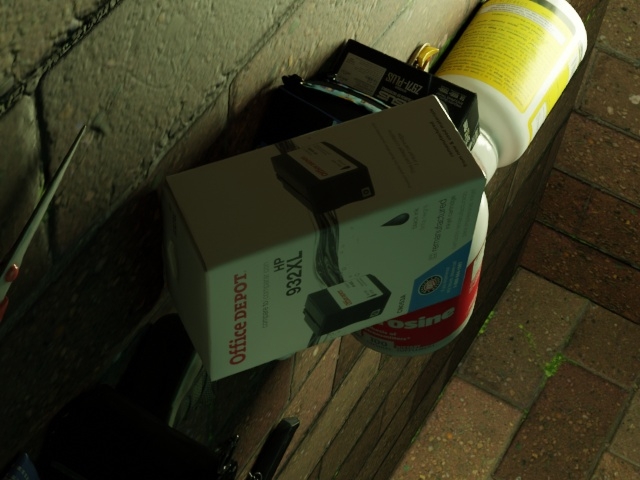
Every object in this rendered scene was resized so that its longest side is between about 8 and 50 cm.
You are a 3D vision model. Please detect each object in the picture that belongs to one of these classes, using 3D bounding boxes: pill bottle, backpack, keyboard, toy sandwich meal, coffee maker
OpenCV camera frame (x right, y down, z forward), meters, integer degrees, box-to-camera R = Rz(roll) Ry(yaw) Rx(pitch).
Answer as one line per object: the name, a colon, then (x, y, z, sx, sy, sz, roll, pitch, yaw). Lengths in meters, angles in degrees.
pill bottle: (0.276, -0.239, 2.193, 0.334, 0.188, 0.188, -55, 164, -28)
backpack: (0.032, -0.113, 1.588, 0.117, 0.173, 0.158, -67, 166, 15)
pill bottle: (0.125, -0.001, 2.006, 0.229, 0.229, 0.408, -58, 164, -21)
keyboard: (-0.126, 0.444, 2.324, 0.317, 0.033, 0.201, -64, 172, 0)
toy sandwich meal: (0.150, -0.254, 2.042, 0.085, 0.029, 0.085, -56, 164, -25)
coffee maker: (-0.183, 0.227, 1.426, 0.171, 0.178, 0.120, -64, 167, 14)

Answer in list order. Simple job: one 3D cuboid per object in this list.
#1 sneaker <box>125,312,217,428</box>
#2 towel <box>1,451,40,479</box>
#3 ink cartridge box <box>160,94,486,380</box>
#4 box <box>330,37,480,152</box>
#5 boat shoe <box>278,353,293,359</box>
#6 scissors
sneaker: (-0.183, 0.200, 1.567, 0.227, 0.087, 0.130, -67, 160, -8)
towel: (-0.375, 0.395, 1.365, 0.336, 0.040, 0.243, -56, 162, -30)
ink cartridge box: (0.000, 0.000, 1.452, 0.307, 0.129, 0.223, -18, 148, -16)
box: (0.104, -0.163, 1.738, 0.077, 0.180, 0.147, -62, 167, -10)
boat shoe: (-0.042, 0.139, 2.076, 0.100, 0.035, 0.035, -47, 132, -37)
scissors: (-0.266, 0.042, 1.119, 0.297, 0.021, 0.109, -65, 164, 12)
